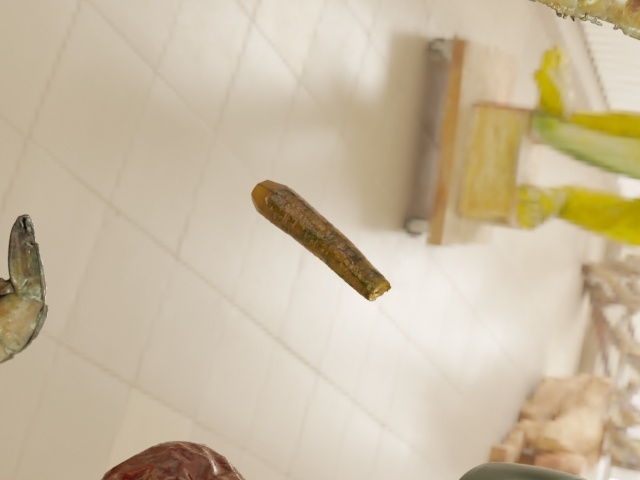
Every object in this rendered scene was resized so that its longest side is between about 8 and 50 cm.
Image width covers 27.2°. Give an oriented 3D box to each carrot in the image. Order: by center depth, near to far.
[{"bbox_3d":[0.000,0.000,1.306,0.042,0.171,0.042,-42,160,-19],"label":"carrot"}]

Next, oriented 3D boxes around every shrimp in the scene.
[{"bbox_3d":[-0.437,-0.002,1.633,0.071,0.233,0.364,-57,158,-66],"label":"shrimp"}]

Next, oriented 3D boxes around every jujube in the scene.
[{"bbox_3d":[-0.108,0.276,1.136,0.155,0.230,0.155,-19,132,-23],"label":"jujube"}]

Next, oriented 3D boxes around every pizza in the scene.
[{"bbox_3d":[0.136,-0.167,0.807,0.176,0.185,0.036,-17,135,-63],"label":"pizza"}]

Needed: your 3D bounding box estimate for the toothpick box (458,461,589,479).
[{"bbox_3d":[0.219,0.290,1.360,0.120,0.184,0.120,3,81,-24],"label":"toothpick box"}]
